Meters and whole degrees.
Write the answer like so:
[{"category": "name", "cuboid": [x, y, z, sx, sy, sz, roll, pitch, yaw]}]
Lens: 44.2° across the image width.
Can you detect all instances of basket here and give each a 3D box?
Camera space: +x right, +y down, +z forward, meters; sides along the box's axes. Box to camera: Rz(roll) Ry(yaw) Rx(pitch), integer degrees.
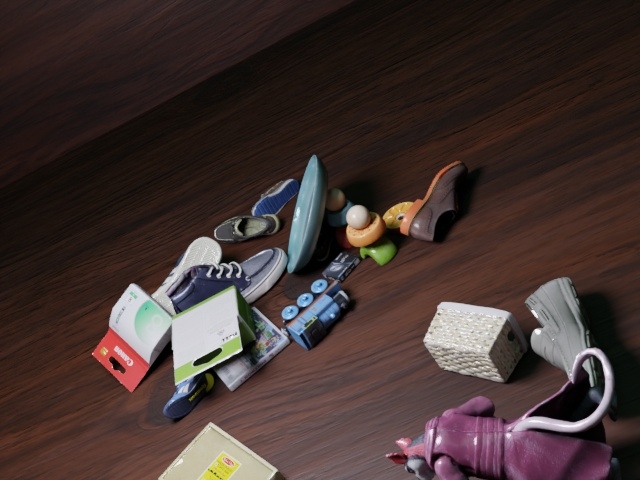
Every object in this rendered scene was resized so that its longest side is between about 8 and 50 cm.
[{"category": "basket", "cuboid": [0.301, 0.200, 1.548, 0.167, 0.113, 0.103, 6, 52, 44]}]

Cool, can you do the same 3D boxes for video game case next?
[{"category": "video game case", "cuboid": [-0.190, 0.264, 1.953, 0.183, 0.023, 0.201, -39, 32, -12]}]

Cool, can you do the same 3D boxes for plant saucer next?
[{"category": "plant saucer", "cuboid": [-0.031, -0.066, 2.075, 0.044, 0.317, 0.317, 12, 35, -10]}]

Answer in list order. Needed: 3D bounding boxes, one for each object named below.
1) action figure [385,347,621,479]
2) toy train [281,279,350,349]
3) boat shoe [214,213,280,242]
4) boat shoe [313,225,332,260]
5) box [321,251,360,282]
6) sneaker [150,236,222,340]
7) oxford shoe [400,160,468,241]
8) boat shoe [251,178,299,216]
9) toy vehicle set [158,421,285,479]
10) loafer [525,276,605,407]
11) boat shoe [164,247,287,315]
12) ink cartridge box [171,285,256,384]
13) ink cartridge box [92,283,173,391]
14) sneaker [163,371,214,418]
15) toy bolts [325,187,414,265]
[{"category": "action figure", "cuboid": [0.281, 0.339, 1.251, 0.370, 0.275, 0.248, -3, 46, 16]}, {"category": "toy train", "cuboid": [-0.009, 0.172, 1.880, 0.184, 0.080, 0.105, -41, 42, -18]}, {"category": "boat shoe", "cuboid": [-0.228, -0.039, 2.322, 0.224, 0.073, 0.080, -8, 83, 28]}, {"category": "boat shoe", "cuboid": [0.002, -0.001, 2.133, 0.049, 0.042, 0.133, -21, 32, 20]}, {"category": "box", "cuboid": [0.054, 0.068, 2.015, 0.083, 0.018, 0.067, -47, 36, -22]}, {"category": "sneaker", "cuboid": [-0.391, 0.152, 2.203, 0.350, 0.131, 0.148, -53, 4, -11]}, {"category": "oxford shoe", "cuboid": [0.310, -0.093, 1.977, 0.098, 0.097, 0.271, 27, 60, 25]}, {"category": "boat shoe", "cuboid": [-0.145, -0.123, 2.406, 0.183, 0.066, 0.066, -37, 27, -27]}, {"category": "toy vehicle set", "cuboid": [-0.210, 0.497, 1.643, 0.166, 0.035, 0.267, -46, 35, -21]}, {"category": "loafer", "cuboid": [0.447, 0.192, 1.448, 0.111, 0.112, 0.319, -26, 25, 19]}, {"category": "boat shoe", "cuboid": [-0.250, 0.101, 2.089, 0.340, 0.158, 0.127, -42, 31, -15]}, {"category": "ink cartridge box", "cuboid": [-0.258, 0.252, 1.916, 0.189, 0.097, 0.255, -28, 33, 7]}, {"category": "ink cartridge box", "cuboid": [-0.495, 0.253, 2.070, 0.181, 0.056, 0.224, 35, 87, 28]}, {"category": "sneaker", "cuboid": [-0.323, 0.370, 1.895, 0.144, 0.053, 0.059, -40, 33, -28]}, {"category": "toy bolts", "cuboid": [0.114, -0.073, 2.023, 0.218, 0.158, 0.228, -46, 35, -21]}]
